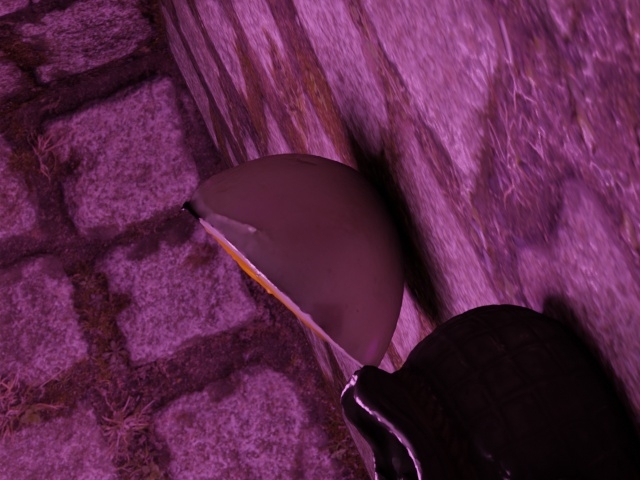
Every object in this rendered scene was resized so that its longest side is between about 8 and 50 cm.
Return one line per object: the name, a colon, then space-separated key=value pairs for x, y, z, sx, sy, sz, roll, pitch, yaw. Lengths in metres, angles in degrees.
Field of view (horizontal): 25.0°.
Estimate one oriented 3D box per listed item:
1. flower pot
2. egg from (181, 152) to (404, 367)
flower pot: x=0.166 y=0.217 z=1.322 sx=0.302 sy=0.213 sz=0.302 roll=157 pitch=90 yaw=-83
egg: x=0.000 y=0.000 z=1.872 sx=0.337 sy=0.201 sz=0.337 roll=40 pitch=180 yaw=0
